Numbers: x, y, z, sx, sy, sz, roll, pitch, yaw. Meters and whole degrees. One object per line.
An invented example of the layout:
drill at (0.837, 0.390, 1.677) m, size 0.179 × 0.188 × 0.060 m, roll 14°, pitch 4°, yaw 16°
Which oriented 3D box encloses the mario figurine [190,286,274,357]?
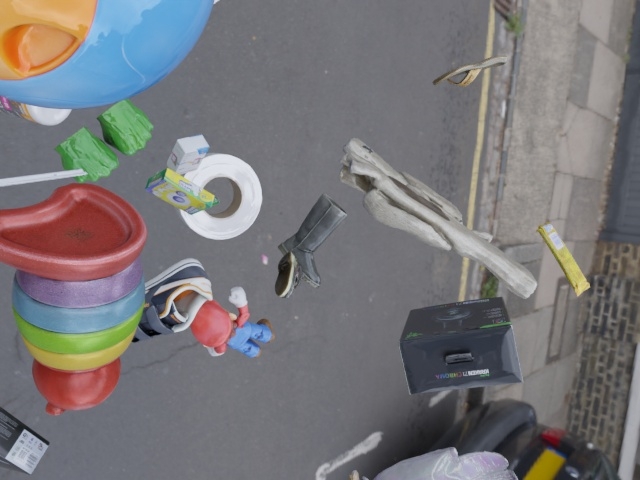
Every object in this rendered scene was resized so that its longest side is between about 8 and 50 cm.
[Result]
mario figurine at (-0.280, 0.247, 1.547) m, size 0.320 × 0.170 × 0.198 m, roll 41°, pitch 55°, yaw -55°

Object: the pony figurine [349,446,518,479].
pony figurine at (0.095, 0.408, 0.567) m, size 0.303 × 0.351 × 0.363 m, roll 56°, pitch 36°, yaw -18°

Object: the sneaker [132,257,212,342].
sneaker at (-0.417, 0.181, 1.280) m, size 0.321 × 0.127 × 0.126 m, roll -37°, pitch 145°, yaw -4°

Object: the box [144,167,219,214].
box at (-0.377, -0.126, 1.413) m, size 0.179 × 0.105 × 0.043 m, roll 30°, pitch 58°, yaw -38°

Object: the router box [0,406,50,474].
router box at (-0.791, 0.396, 1.124) m, size 0.309 × 0.243 × 0.081 m, roll 74°, pitch 27°, yaw -44°

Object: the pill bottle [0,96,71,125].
pill bottle at (-0.785, -0.399, 1.295) m, size 0.162 × 0.278 × 0.162 m, roll 16°, pitch 90°, yaw -81°

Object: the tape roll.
tape roll at (-0.345, -0.149, 1.714) m, size 0.286 × 0.100 × 0.286 m, roll -7°, pitch 106°, yaw -26°

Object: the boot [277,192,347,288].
boot at (0.000, 0.000, 1.411) m, size 0.208 × 0.189 × 0.076 m, roll -43°, pitch 160°, yaw 6°

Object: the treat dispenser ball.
treat dispenser ball at (-0.232, -0.260, 0.440) m, size 0.288 × 0.288 × 0.288 m, roll -14°, pitch 109°, yaw -47°

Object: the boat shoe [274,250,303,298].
boat shoe at (-0.058, 0.073, 1.050) m, size 0.049 × 0.152 × 0.056 m, roll 37°, pitch 113°, yaw -17°

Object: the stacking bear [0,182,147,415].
stacking bear at (-0.316, 0.100, 0.670) m, size 0.175 × 0.164 × 0.289 m, roll -43°, pitch 153°, yaw -56°

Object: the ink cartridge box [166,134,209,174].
ink cartridge box at (-0.399, -0.255, 1.541) m, size 0.088 × 0.122 × 0.052 m, roll -25°, pitch 78°, yaw -41°

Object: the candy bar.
candy bar at (0.493, 0.034, 1.044) m, size 0.040 × 0.018 × 0.161 m, roll -26°, pitch 81°, yaw -19°

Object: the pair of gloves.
pair of gloves at (0.103, -0.029, 0.530) m, size 0.204 × 0.240 × 0.042 m, roll 33°, pitch 104°, yaw -7°

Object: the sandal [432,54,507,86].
sandal at (0.362, -0.400, 1.238) m, size 0.072 × 0.180 × 0.049 m, roll -66°, pitch 141°, yaw -79°

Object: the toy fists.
toy fists at (-0.606, -0.277, 1.463) m, size 0.279 × 0.096 × 0.142 m, roll -48°, pitch 115°, yaw -26°

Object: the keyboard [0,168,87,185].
keyboard at (-0.509, -0.088, 0.813) m, size 0.256 × 0.072 × 0.014 m, roll -19°, pitch 100°, yaw -46°

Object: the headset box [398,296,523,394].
headset box at (0.326, 0.243, 1.208) m, size 0.283 × 0.246 × 0.131 m, roll -27°, pitch 105°, yaw -72°

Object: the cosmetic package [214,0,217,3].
cosmetic package at (-0.365, -0.794, 1.577) m, size 0.097 × 0.377 × 0.284 m, roll 50°, pitch 18°, yaw -39°
